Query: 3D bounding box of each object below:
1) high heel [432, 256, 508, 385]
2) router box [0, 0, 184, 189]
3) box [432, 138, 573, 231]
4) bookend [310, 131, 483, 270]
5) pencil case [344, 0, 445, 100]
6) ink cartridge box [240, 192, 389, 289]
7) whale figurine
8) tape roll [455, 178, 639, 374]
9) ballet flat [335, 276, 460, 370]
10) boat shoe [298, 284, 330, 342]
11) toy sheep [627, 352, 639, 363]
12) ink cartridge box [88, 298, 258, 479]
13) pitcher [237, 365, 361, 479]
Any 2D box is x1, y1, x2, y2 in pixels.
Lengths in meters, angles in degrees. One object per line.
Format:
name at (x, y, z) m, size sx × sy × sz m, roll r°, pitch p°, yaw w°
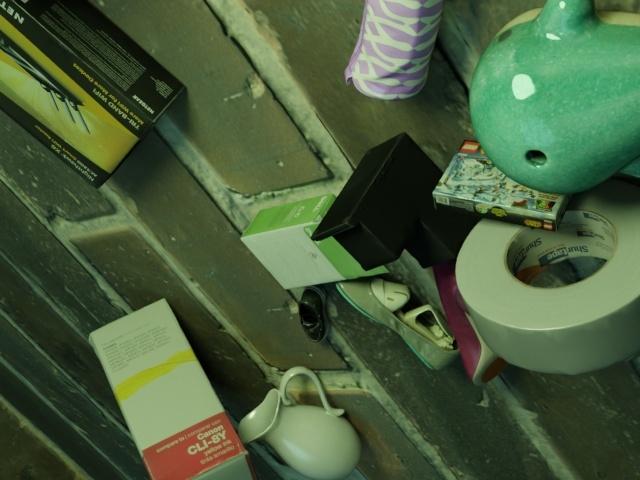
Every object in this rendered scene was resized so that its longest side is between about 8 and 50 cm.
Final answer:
high heel at (0.198, 0.108, 1.246) m, size 0.117 × 0.082 × 0.244 m, roll 47°, pitch 170°, yaw 32°
router box at (-0.364, -0.235, 1.251) m, size 0.309 × 0.081 × 0.243 m, roll 41°, pitch 146°, yaw -11°
box at (0.202, -0.061, 0.991) m, size 0.137 × 0.094 × 0.027 m, roll 13°, pitch 142°, yaw 28°
bookend at (0.096, -0.014, 1.082) m, size 0.157 × 0.156 × 0.072 m, roll 44°, pitch 145°, yaw -17°
pencil case at (0.075, -0.229, 0.889) m, size 0.088 × 0.086 × 0.206 m, roll -4°, pitch 142°, yaw -7°
ink cartridge box at (0.000, 0.000, 1.262) m, size 0.209 × 0.062 × 0.109 m, roll -11°, pitch 126°, yaw 46°
whale figurine at (0.257, -0.125, 0.821) m, size 0.272 × 0.141 × 0.216 m, roll -7°, pitch 129°, yaw 44°
tape roll at (0.255, 0.032, 0.951) m, size 0.219 × 0.219 × 0.072 m, roll 3°, pitch 136°, yaw 37°
ballet flat at (0.118, 0.099, 1.303) m, size 0.213 × 0.072 × 0.068 m, roll 41°, pitch 118°, yaw -12°
boat shoe at (-0.015, 0.121, 1.446) m, size 0.049 × 0.040 × 0.142 m, roll 20°, pitch 144°, yaw 18°
toy sheep at (0.358, 0.096, 1.072) m, size 0.132 × 0.091 × 0.091 m, roll 33°, pitch 147°, yaw 10°
ink cartridge box at (-0.249, 0.336, 1.645) m, size 0.385 × 0.160 × 0.279 m, roll 53°, pitch 163°, yaw 40°
pitcher at (-0.016, 0.329, 1.646) m, size 0.207 × 0.178 × 0.125 m, roll 31°, pitch -168°, yaw -23°
